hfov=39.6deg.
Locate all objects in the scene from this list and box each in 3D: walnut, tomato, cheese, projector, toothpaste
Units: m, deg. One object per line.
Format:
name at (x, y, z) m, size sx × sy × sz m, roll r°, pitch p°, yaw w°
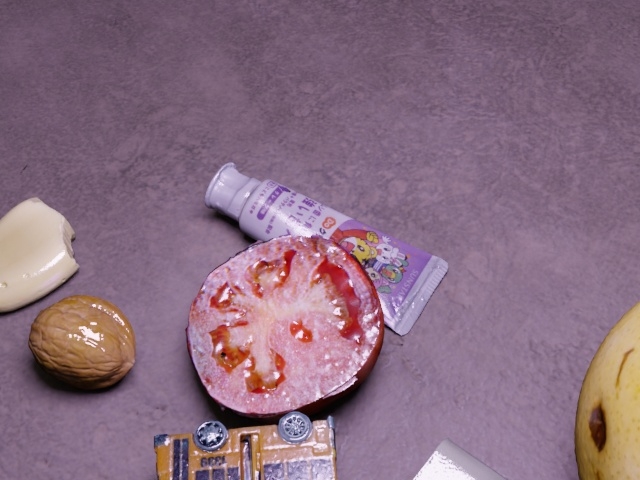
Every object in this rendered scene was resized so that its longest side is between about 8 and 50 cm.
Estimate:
walnut at (-0.263, 0.115, 0.992) m, size 0.124 × 0.105 × 0.105 m, roll 23°, pitch 59°, yaw 16°
tomato at (-0.037, 0.104, 0.984) m, size 0.225 × 0.085 × 0.225 m, roll -5°, pitch 60°, yaw 9°
cheese at (-0.398, 0.059, 1.073) m, size 0.127 × 0.050 × 0.255 m, roll 30°, pitch 63°, yaw 22°
projector at (0.132, 0.256, 0.861) m, size 0.082 × 0.083 × 0.083 m, roll 32°, pitch 62°, yaw 25°
toothpaste at (0.000, 0.000, 1.077) m, size 0.299 × 0.073 × 0.114 m, roll 28°, pitch 61°, yaw 14°

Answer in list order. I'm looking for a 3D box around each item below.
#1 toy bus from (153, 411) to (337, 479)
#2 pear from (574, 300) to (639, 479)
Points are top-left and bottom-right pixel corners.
toy bus at (-0.072, 0.240, 0.887) m, size 0.182 × 0.091 × 0.103 m, roll -5°, pitch 53°, yaw -1°
pear at (0.396, 0.176, 0.760) m, size 0.348 × 0.348 × 0.348 m, roll -2°, pitch 54°, yaw 3°
